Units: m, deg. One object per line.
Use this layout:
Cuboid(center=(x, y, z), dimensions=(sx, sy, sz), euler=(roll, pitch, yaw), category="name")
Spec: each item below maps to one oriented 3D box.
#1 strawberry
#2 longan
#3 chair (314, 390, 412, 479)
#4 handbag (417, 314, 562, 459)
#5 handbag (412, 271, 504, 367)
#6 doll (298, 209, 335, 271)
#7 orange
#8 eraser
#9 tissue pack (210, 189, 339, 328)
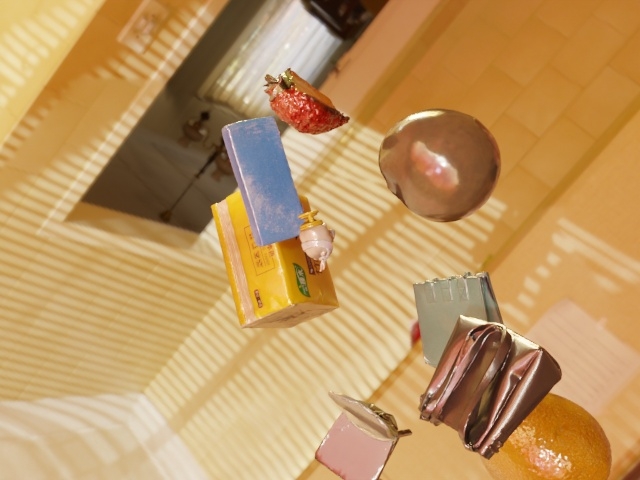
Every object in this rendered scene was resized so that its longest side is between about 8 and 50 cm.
Cuboid(center=(-0.034, -0.254, 1.357), dimensions=(0.140, 0.085, 0.192), euler=(43, -165, 12), category="strawberry")
Cuboid(center=(0.209, -0.135, 1.247), dimensions=(0.197, 0.196, 0.220), euler=(29, -169, -45), category="longan")
Cuboid(center=(0.088, 0.453, 1.614), dimensions=(0.160, 0.186, 0.319), euler=(31, 177, 23), category="chair")
Cuboid(center=(0.325, 0.295, 1.473), dimensions=(0.114, 0.257, 0.285), euler=(37, 173, -24), category="handbag")
Cuboid(center=(0.412, 0.234, 2.102), dimensions=(0.100, 0.269, 0.273), euler=(-10, -95, -41), category="handbag")
Cuboid(center=(0.000, 0.000, 1.518), dimensions=(0.084, 0.073, 0.127), euler=(-16, -91, -35), category="doll")
Cuboid(center=(0.614, 0.577, 1.999), dimensions=(0.357, 0.321, 0.322), euler=(28, -173, 16), category="orange")
Cuboid(center=(-0.137, -0.148, 1.785), dimensions=(0.043, 0.144, 0.311), euler=(-17, 91, 60), category="eraser")
Cuboid(center=(-0.130, 0.050, 2.102), dimensions=(0.293, 0.228, 0.381), euler=(15, -124, -61), category="tissue pack")
